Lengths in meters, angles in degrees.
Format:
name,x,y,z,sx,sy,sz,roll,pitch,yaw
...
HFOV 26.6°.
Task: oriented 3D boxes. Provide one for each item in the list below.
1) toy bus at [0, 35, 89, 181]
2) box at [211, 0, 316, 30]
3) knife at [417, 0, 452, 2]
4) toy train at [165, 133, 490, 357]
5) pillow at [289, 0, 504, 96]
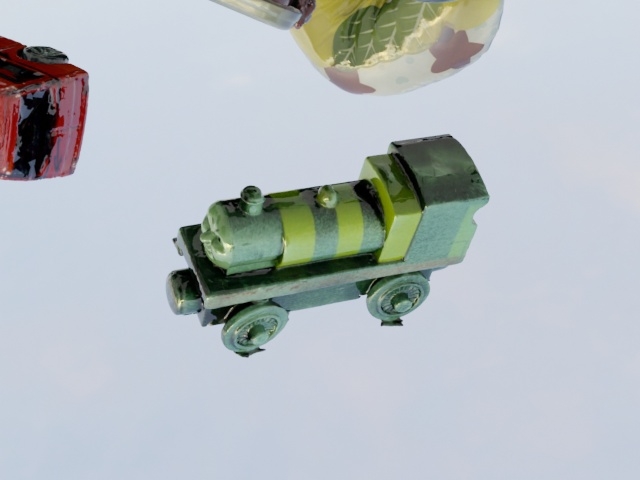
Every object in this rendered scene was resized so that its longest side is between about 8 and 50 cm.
name,x,y,z,sx,sy,sz,roll,pitch,yaw
toy bus,-0.250,-0.102,0.905,0.195,0.081,0.089,23,-157,26
box,-0.119,-0.285,1.019,0.294,0.167,0.193,22,-170,-6
knife,0.097,-0.121,0.456,0.015,0.028,0.210,-25,-176,-38
toy train,0.000,0.001,0.882,0.200,0.132,0.083,-12,-128,-25
pillow,0.066,-0.249,1.323,0.233,0.214,0.086,-9,-165,29
